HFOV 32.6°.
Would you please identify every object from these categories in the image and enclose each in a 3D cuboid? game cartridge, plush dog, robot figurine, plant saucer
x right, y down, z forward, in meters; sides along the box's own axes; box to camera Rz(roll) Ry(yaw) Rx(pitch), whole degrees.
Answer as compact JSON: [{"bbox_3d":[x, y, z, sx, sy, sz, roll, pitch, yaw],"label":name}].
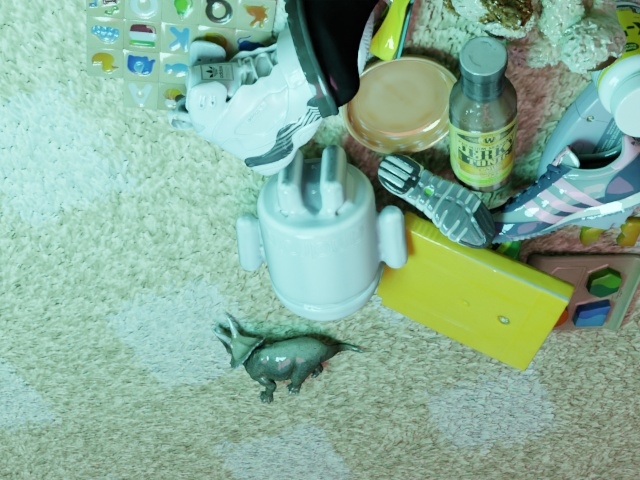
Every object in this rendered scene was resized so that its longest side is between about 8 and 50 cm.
[{"bbox_3d":[0.271,0.096,1.999,0.323,0.053,0.285,26,148,8],"label":"game cartridge"},{"bbox_3d":[0.298,-0.355,1.581,0.225,0.262,0.211,2,102,-19],"label":"plush dog"},{"bbox_3d":[0.000,0.000,1.895,0.299,0.200,0.353,0,135,9],"label":"robot figurine"},{"bbox_3d":[0.134,-0.227,1.795,0.199,0.037,0.200,-2,135,-2],"label":"plant saucer"},{"bbox_3d":[0.490,-0.147,1.891,0.198,0.062,0.297,12,133,-9],"label":"game cartridge"}]

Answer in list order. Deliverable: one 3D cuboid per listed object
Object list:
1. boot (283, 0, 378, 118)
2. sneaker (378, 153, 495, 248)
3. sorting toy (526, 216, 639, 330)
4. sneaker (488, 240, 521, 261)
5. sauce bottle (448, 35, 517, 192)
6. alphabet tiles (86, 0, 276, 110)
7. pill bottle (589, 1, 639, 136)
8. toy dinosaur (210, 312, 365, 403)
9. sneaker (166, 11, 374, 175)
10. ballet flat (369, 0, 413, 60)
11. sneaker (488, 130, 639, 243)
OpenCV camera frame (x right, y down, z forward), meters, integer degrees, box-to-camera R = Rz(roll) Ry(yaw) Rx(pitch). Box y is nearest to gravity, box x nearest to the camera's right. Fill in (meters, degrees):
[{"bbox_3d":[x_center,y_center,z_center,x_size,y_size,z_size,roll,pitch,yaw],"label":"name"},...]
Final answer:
[{"bbox_3d":[0.083,-0.348,1.474,0.260,0.348,0.131,-10,162,10],"label":"boot"},{"bbox_3d":[0.203,-0.069,1.883,0.228,0.132,0.086,38,92,4],"label":"sneaker"},{"bbox_3d":[0.509,0.077,2.119,0.229,0.041,0.307,2,135,-6],"label":"sorting toy"},{"bbox_3d":[0.356,0.076,2.050,0.123,0.109,0.296,13,145,14],"label":"sneaker"},{"bbox_3d":[0.252,-0.194,1.714,0.111,0.111,0.344,-10,154,6],"label":"sauce bottle"},{"bbox_3d":[-0.215,-0.335,1.681,0.285,0.011,0.343,3,134,-8],"label":"alphabet tiles"},{"bbox_3d":[0.473,-0.260,1.666,0.119,0.209,0.119,-2,135,-2],"label":"pill bottle"},{"bbox_3d":[-0.064,0.243,2.190,0.313,0.121,0.160,3,148,-2],"label":"toy dinosaur"},{"bbox_3d":[-0.081,-0.256,1.663,0.210,0.137,0.366,19,134,-25],"label":"sneaker"},{"bbox_3d":[0.114,-0.369,1.633,0.077,0.077,0.231,20,134,-1],"label":"ballet flat"},{"bbox_3d":[0.397,-0.093,1.850,0.319,0.112,0.131,-18,110,16],"label":"sneaker"}]
